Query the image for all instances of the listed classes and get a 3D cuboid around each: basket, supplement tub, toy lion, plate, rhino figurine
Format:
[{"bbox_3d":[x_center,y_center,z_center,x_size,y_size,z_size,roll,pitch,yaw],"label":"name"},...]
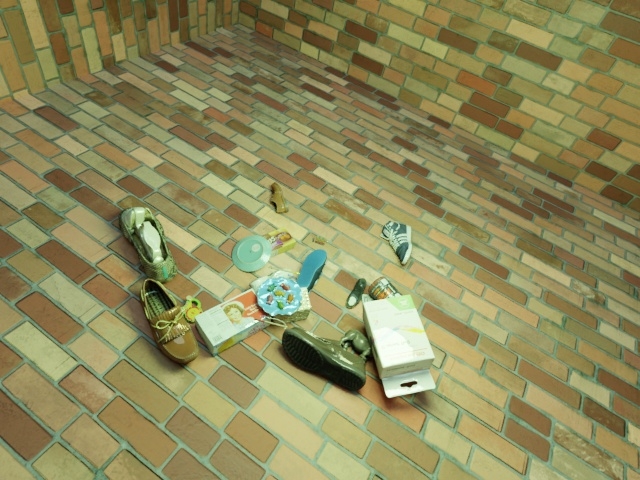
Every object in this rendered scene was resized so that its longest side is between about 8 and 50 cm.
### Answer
[{"bbox_3d":[-0.131,0.277,1.702,0.167,0.113,0.103,-7,55,-19],"label":"basket"},{"bbox_3d":[0.312,0.261,1.807,0.106,0.106,0.198,-25,59,-32],"label":"supplement tub"},{"bbox_3d":[-0.521,0.284,1.650,0.096,0.034,0.100,23,47,-3],"label":"toy lion"},{"bbox_3d":[-0.319,0.053,1.864,0.188,0.024,0.188,-4,61,8],"label":"plate"},{"bbox_3d":[0.194,0.451,1.654,0.243,0.073,0.106,32,52,13],"label":"rhino figurine"}]

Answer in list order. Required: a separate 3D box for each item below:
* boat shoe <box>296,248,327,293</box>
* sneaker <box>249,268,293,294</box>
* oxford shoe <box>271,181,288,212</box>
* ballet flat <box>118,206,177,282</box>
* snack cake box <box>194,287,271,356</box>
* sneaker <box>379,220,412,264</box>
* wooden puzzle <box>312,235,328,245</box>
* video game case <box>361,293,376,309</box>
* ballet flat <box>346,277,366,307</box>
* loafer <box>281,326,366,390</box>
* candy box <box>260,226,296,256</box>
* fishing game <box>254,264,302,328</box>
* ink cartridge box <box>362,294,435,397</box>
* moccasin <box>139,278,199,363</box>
[{"bbox_3d":[-0.049,0.148,1.860,0.109,0.089,0.258,20,51,21],"label":"boat shoe"},{"bbox_3d":[-0.204,0.199,1.783,0.232,0.090,0.115,-21,87,-43],"label":"sneaker"},{"bbox_3d":[-0.235,-0.232,2.162,0.076,0.076,0.212,-15,53,-13],"label":"oxford shoe"},{"bbox_3d":[-0.758,-0.032,1.768,0.164,0.182,0.483,-22,57,-29],"label":"ballet flat"},{"bbox_3d":[-0.347,0.321,1.620,0.264,0.089,0.152,-25,57,-32],"label":"snack cake box"},{"bbox_3d":[0.386,0.004,2.086,0.153,0.099,0.282,19,40,-4],"label":"sneaker"},{"bbox_3d":[0.000,0.000,2.054,0.083,0.006,0.049,17,47,1],"label":"wooden puzzle"},{"bbox_3d":[0.261,0.316,1.830,0.143,0.019,0.157,6,47,-10],"label":"video game case"},{"bbox_3d":[0.166,0.245,1.860,0.057,0.049,0.173,30,55,8],"label":"ballet flat"},{"bbox_3d":[0.016,0.448,1.591,0.366,0.134,0.130,32,30,3],"label":"loafer"},{"bbox_3d":[-0.226,0.015,1.952,0.186,0.053,0.109,-22,58,-31],"label":"candy box"},{"bbox_3d":[-0.162,0.221,1.639,0.189,0.041,0.264,16,52,0],"label":"fishing game"},{"bbox_3d":[0.305,0.401,1.574,0.207,0.119,0.353,-10,51,-6],"label":"ink cartridge box"},{"bbox_3d":[-0.576,0.299,1.540,0.139,0.147,0.380,-19,56,-28],"label":"moccasin"}]
